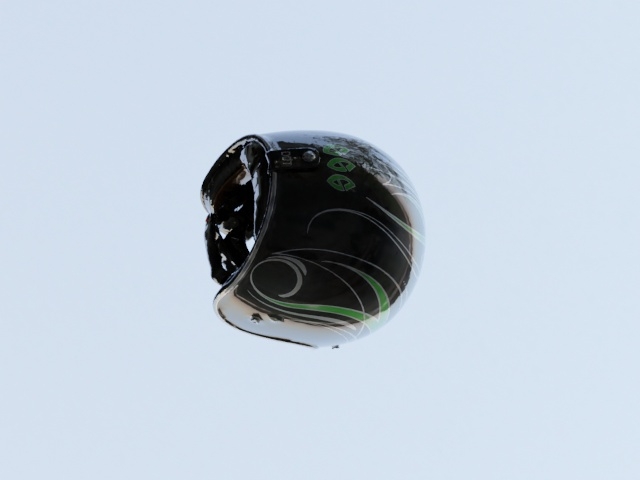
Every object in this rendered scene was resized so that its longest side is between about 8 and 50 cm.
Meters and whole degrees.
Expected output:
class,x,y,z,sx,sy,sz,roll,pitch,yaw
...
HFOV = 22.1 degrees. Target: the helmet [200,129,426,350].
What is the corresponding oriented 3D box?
class,x,y,z,sx,sy,sz,roll,pitch,yaw
helmet,0.000,0.000,1.227,0.162,0.169,0.169,15,-78,-28
